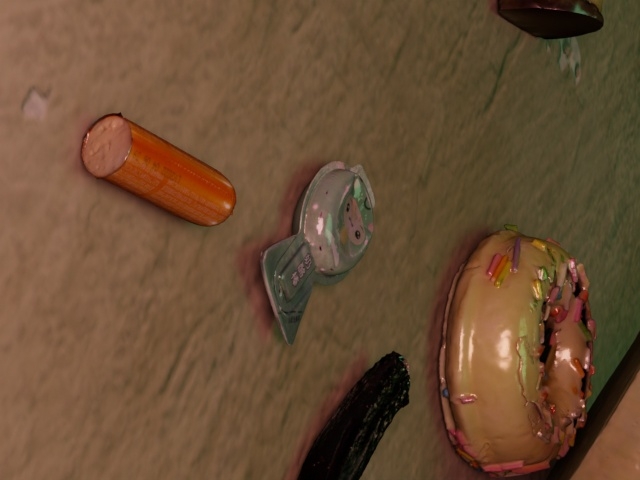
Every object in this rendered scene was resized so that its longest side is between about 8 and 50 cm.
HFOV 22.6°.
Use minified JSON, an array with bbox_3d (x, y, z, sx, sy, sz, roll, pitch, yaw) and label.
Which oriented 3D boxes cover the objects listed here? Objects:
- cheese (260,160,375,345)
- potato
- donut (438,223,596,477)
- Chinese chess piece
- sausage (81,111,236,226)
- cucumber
[{"bbox_3d":[0.000,0.000,0.879,0.121,0.026,0.067,-52,134,-45],"label":"cheese"},{"bbox_3d":[0.169,-0.201,1.130,0.096,0.066,0.103,12,78,-63],"label":"potato"},{"bbox_3d":[0.139,0.077,1.085,0.174,0.068,0.175,-2,92,-59],"label":"donut"},{"bbox_3d":[0.227,0.151,1.096,0.250,0.101,0.250,-58,172,-12],"label":"Chinese chess piece"},{"bbox_3d":[-0.071,-0.029,0.752,0.107,0.031,0.031,28,67,-58],"label":"sausage"},{"bbox_3d":[0.016,0.112,0.905,0.135,0.033,0.034,-49,129,-48],"label":"cucumber"}]
